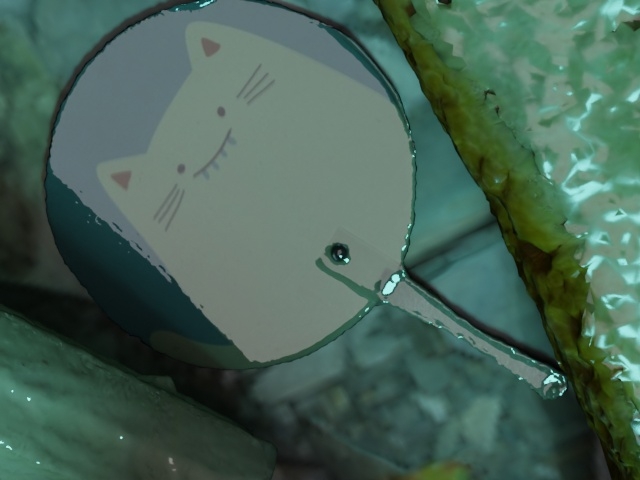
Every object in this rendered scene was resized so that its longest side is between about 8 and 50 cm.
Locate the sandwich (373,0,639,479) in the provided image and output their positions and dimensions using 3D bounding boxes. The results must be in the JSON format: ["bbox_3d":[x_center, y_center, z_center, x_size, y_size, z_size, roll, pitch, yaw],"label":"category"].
[{"bbox_3d":[0.147,-0.025,0.449,0.226,0.087,0.251,-24,100,5],"label":"sandwich"}]

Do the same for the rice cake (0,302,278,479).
[{"bbox_3d":[-0.116,0.029,0.440,0.256,0.052,0.057,31,130,-32],"label":"rice cake"}]

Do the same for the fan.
[{"bbox_3d":[0.000,0.000,0.504,0.175,0.005,0.113,32,102,-3],"label":"fan"}]
